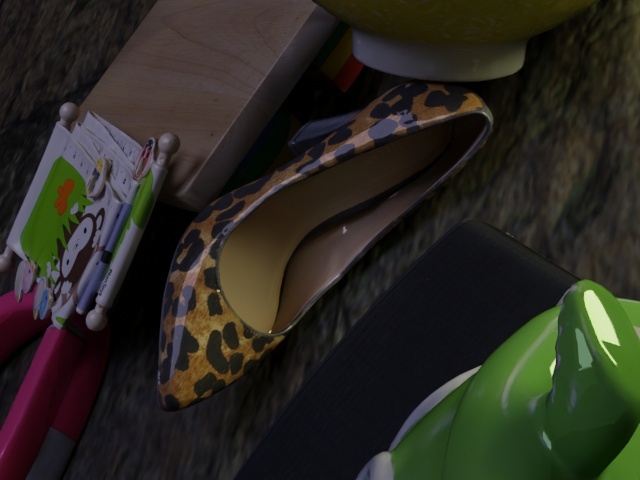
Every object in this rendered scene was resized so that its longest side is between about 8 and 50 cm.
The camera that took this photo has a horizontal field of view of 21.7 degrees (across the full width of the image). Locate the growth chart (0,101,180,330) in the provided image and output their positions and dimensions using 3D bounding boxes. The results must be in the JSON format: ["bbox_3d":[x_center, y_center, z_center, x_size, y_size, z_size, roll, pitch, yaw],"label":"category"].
[{"bbox_3d":[-0.180,-0.016,1.248,0.237,0.021,0.172,25,95,60],"label":"growth chart"}]

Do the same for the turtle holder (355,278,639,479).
[{"bbox_3d":[0.121,0.191,0.597,0.227,0.243,0.320,-44,67,39],"label":"turtle holder"}]

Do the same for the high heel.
[{"bbox_3d":[0.000,0.000,1.069,0.186,0.093,0.261,-10,42,51],"label":"high heel"}]

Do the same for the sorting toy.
[{"bbox_3d":[-0.063,-0.127,1.304,0.255,0.089,0.257,-55,31,-11],"label":"sorting toy"}]

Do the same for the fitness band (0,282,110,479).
[{"bbox_3d":[-0.266,0.153,1.285,0.209,0.054,0.291,-16,42,44],"label":"fitness band"}]

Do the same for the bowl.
[{"bbox_3d":[0.082,-0.193,1.088,0.289,0.289,0.156,-134,44,-60],"label":"bowl"}]

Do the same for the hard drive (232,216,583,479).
[{"bbox_3d":[0.048,0.105,0.923,0.255,0.054,0.172,-50,30,-1],"label":"hard drive"}]
